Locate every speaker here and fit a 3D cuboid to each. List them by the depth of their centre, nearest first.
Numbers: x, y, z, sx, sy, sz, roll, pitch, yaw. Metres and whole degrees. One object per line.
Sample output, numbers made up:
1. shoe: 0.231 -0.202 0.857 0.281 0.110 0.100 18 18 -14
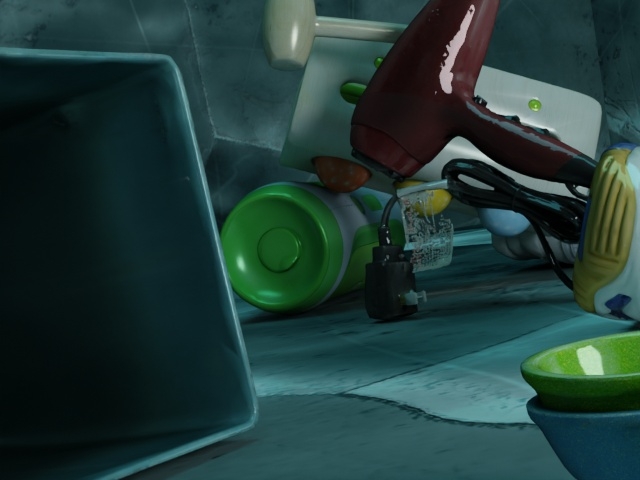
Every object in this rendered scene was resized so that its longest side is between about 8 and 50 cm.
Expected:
1. speaker: 0.000 0.000 1.284 0.131 0.131 0.296 -8 2 17

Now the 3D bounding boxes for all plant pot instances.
1. plant pot: -0.181 0.031 0.548 0.234 0.166 0.165 -14 -2 32

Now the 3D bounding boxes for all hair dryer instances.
1. hair dryer: 0.129 -0.084 1.006 0.223 0.294 0.080 -11 -13 22

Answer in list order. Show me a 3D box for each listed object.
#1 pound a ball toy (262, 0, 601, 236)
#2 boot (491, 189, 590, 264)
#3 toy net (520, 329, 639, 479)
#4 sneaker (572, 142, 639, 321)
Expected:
1. pound a ball toy: 0.087 -0.101 1.149 0.319 0.136 0.208 15 -14 -4
2. boot: 0.287 -0.030 1.362 0.123 0.095 0.258 2 9 40
3. toy net: 0.172 0.040 0.323 0.232 0.045 0.122 -8 1 1
4. sneaker: 0.231 0.007 0.694 0.130 0.112 0.296 11 11 23
